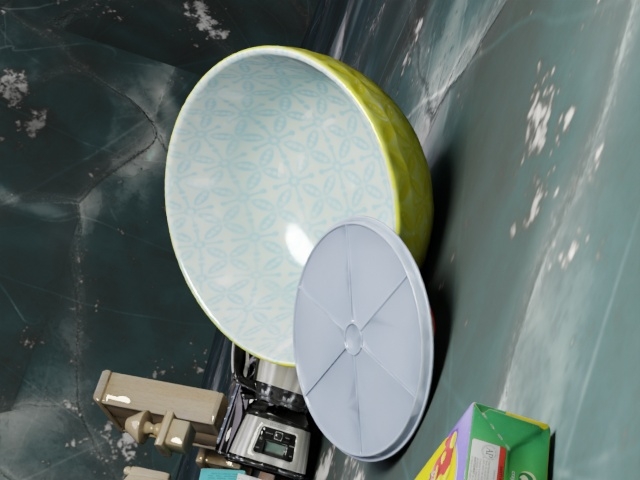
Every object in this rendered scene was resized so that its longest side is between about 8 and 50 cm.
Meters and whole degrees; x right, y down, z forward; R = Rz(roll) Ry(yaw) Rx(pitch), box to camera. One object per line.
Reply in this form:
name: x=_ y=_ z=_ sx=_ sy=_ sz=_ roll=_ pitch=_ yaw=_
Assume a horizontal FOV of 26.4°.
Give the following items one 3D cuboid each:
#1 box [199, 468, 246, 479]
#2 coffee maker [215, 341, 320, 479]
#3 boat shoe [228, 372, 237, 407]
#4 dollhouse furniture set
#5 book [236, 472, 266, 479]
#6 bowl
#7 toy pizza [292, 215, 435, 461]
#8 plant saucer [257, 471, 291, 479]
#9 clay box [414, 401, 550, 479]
box: x=-0.133 y=0.405 z=1.661 sx=0.244 sy=0.060 sz=0.100 roll=-79 pitch=-13 yaw=-47
coffee maker: x=-0.035 y=0.167 z=1.492 sx=0.171 sy=0.120 sz=0.178 roll=39 pitch=-113 yaw=-72
boat shoe: x=-0.060 y=0.158 z=1.700 sx=0.285 sy=0.103 sz=0.092 roll=110 pitch=169 yaw=-46
dollhouse furniture set: x=-0.242 y=0.369 z=1.768 sx=0.303 sy=0.174 sz=0.355 roll=69 pitch=-146 yaw=-58
book: x=-0.070 y=0.331 z=1.470 sx=0.096 sy=0.035 sz=0.144 roll=2 pitch=71 yaw=53
bowl: x=0.007 y=-0.038 z=1.275 sx=0.156 sy=0.289 sz=0.289 roll=-12 pitch=-49 yaw=-48
toy pizza: x=0.039 y=0.080 z=1.121 sx=0.201 sy=0.032 sz=0.201 roll=3 pitch=94 yaw=58
plant saucer: x=-0.066 y=0.329 z=1.586 sx=0.168 sy=0.029 sz=0.168 roll=-163 pitch=90 yaw=-83
clay box: x=0.063 y=0.204 z=0.788 sx=0.222 sy=0.053 sz=0.127 roll=117 pitch=169 yaw=-50
